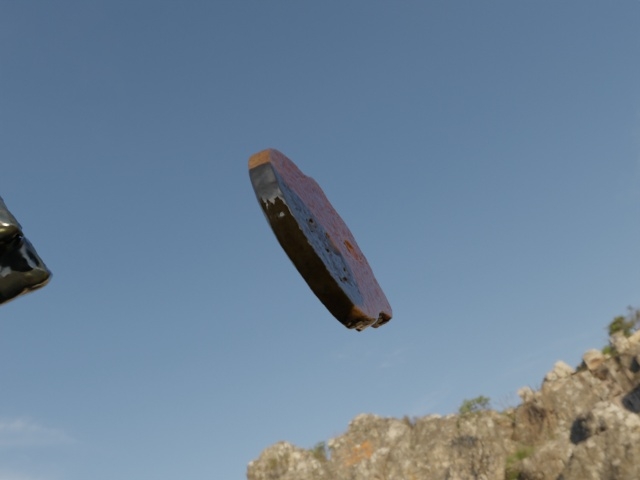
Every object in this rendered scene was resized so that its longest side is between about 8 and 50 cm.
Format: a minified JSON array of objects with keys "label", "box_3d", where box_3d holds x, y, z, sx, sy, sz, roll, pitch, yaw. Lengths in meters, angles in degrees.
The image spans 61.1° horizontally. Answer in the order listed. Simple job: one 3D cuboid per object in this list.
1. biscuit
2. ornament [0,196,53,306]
[{"label":"biscuit","box_3d":[-0.002,0.001,0.742,0.049,0.273,0.257,-32,-18,15]},{"label":"ornament","box_3d":[-0.314,0.045,0.352,0.236,0.202,0.080,-36,-50,-25]}]
